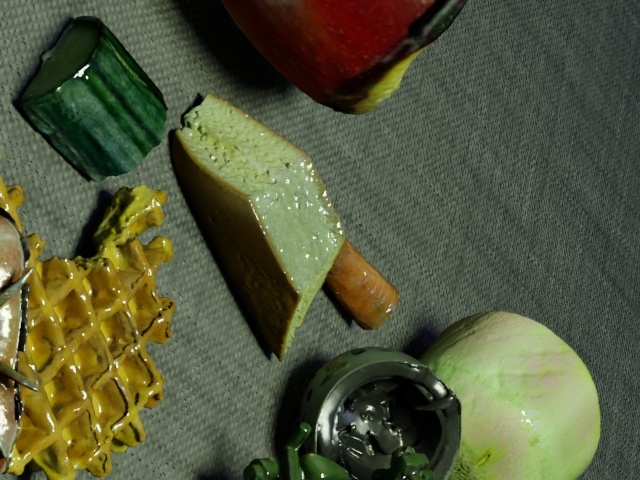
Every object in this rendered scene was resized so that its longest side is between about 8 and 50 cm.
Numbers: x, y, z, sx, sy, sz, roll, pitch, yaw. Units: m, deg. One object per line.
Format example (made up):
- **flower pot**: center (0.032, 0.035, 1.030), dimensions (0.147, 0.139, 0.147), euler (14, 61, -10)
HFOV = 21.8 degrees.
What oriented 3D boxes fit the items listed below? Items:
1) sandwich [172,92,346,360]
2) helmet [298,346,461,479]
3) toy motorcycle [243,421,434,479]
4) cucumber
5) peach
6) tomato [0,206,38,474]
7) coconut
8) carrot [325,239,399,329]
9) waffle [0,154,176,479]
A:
- **sandwich**: center (-0.049, -0.012, 1.547), dimensions (0.094, 0.096, 0.258), euler (-48, 121, -42)
- **helmet**: center (0.048, 0.175, 1.631), dimensions (0.153, 0.107, 0.177), euler (-41, 129, -8)
- **toy motorcycle**: center (0.006, 0.278, 1.521), dimensions (0.275, 0.205, 0.127), euler (4, 44, -43)
- **cucumber**: center (-0.183, -0.124, 1.392), dimensions (0.115, 0.062, 0.116), euler (53, 45, -43)
- **peach**: center (0.048, -0.325, 1.540), dimensions (0.353, 0.339, 0.416), euler (-5, 79, -14)
- **tomato**: center (-0.298, 0.070, 1.085), dimensions (0.155, 0.181, 0.214), euler (9, 73, -49)
- **coconut**: center (0.190, 0.185, 1.771), dimensions (0.236, 0.204, 0.236), euler (14, 43, -13)
- **carrot**: center (0.000, 0.000, 1.661), dimensions (0.224, 0.057, 0.057), euler (50, 46, -33)
- **waffle**: center (-0.217, 0.063, 1.305), dimensions (0.293, 0.069, 0.260), euler (19, 71, -56)
